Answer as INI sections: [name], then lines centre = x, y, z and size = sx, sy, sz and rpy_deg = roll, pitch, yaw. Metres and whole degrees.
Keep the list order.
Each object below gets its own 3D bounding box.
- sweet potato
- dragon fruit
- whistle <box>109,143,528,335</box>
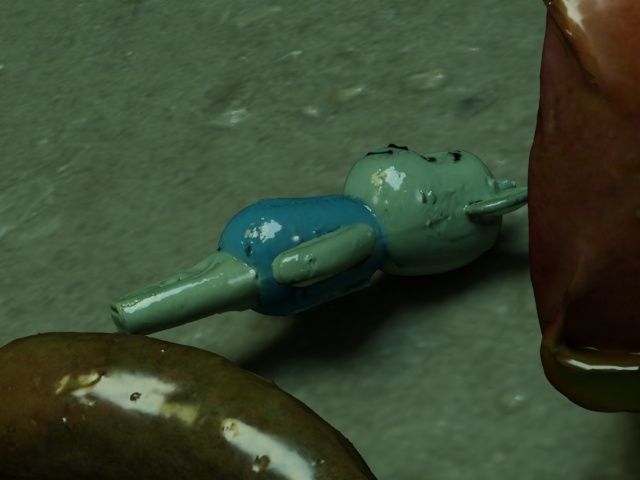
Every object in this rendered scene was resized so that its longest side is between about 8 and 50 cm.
[sweet potato]
centre = -0.061, 0.096, 0.696
size = 0.292, 0.097, 0.097
rpy_deg = 8, 42, 34
[dragon fruit]
centre = 0.215, -0.058, 0.612
size = 0.189, 0.290, 0.290
rpy_deg = 10, 42, 28
[whistle]
centre = 0.000, 0.000, 0.792
size = 0.235, 0.077, 0.114
rpy_deg = -18, 9, -17
